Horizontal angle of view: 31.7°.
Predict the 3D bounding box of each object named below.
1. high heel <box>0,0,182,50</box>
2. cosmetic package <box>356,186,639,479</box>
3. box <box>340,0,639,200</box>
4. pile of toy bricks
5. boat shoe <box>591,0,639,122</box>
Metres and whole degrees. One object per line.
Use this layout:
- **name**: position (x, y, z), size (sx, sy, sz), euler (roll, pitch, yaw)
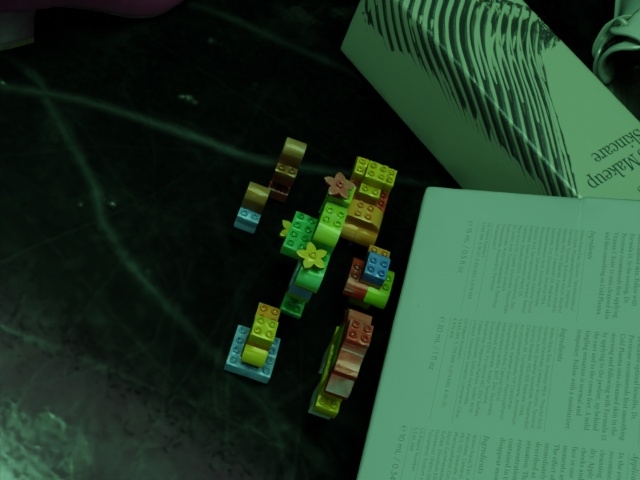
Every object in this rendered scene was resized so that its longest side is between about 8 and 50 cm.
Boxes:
- **high heel**: position (-0.163, -0.226, 0.847), size (0.244, 0.117, 0.082), euler (-24, 67, -29)
- **cosmetic package**: position (0.172, 0.143, 0.664), size (0.284, 0.097, 0.377), euler (4, 52, 18)
- **box**: position (0.146, -0.101, 0.881), size (0.113, 0.094, 0.275), euler (-30, 70, -33)
- **pile of toy bricks**: position (0.000, 0.000, 0.759), size (0.118, 0.105, 0.212), euler (20, 54, -5)
- **boat shoe**: position (0.276, -0.153, 0.964), size (0.088, 0.096, 0.268), euler (11, 63, -17)
